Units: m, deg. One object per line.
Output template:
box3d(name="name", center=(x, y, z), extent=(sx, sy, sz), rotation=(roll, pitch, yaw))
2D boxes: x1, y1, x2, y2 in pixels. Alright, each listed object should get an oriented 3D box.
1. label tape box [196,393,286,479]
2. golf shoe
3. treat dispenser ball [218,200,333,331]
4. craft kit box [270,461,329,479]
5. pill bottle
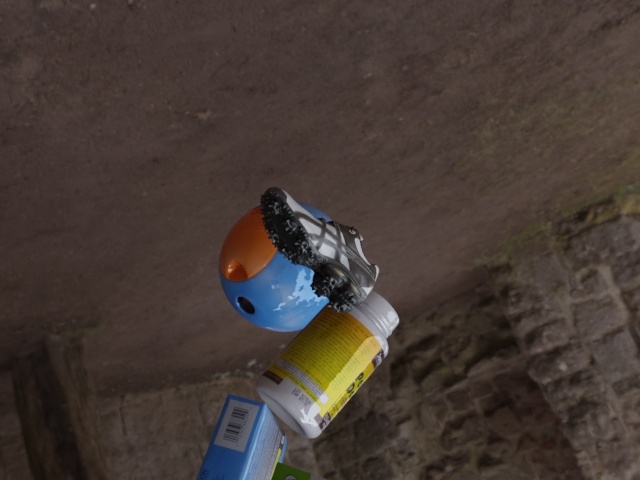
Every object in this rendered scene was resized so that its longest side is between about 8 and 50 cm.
box3d(name="label tape box", center=(-0.190, 0.573, 1.651), extent=(0.115, 0.249, 0.347), rotation=(11, 150, 13))
box3d(name="golf shoe", center=(0.000, 0.000, 0.871), extent=(0.094, 0.198, 0.077), rotation=(-43, -170, -34))
box3d(name="treat dispenser ball", center=(-0.077, 0.056, 1.418), extent=(0.288, 0.288, 0.288), rotation=(-19, 163, -6))
box3d(name="craft kit box", center=(-0.010, 0.534, 1.099), extent=(0.250, 0.246, 0.061), rotation=(4, 151, 36))
box3d(name="pill bottle", center=(0.016, 0.169, 0.934), extent=(0.215, 0.117, 0.117), rotation=(-46, 172, -22))
